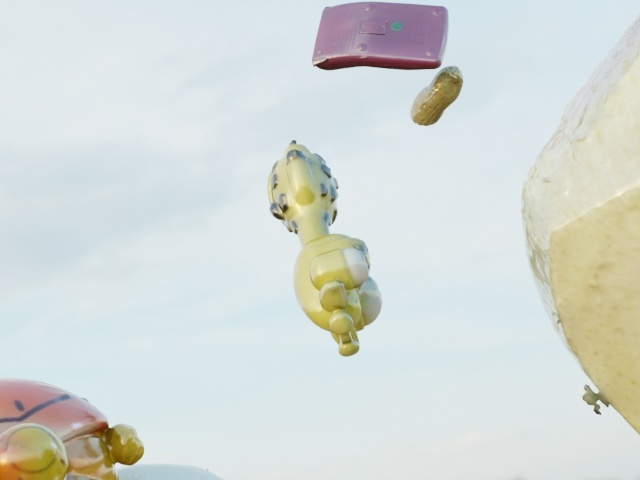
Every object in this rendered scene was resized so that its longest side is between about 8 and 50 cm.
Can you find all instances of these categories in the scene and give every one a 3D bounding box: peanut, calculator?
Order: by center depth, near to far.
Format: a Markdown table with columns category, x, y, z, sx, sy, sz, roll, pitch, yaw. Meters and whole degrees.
| category | x | y | z | sx | sy | sz | roll | pitch | yaw |
| --- | --- | --- | --- | --- | --- | --- | --- | --- | --- |
| calculator | 0.088 | -0.298 | 1.603 | 0.191 | 0.126 | 0.034 | 2 | -36 | 12 |
| peanut | 0.172 | -0.213 | 1.642 | 0.054 | 0.054 | 0.113 | 2 | -37 | -38 |

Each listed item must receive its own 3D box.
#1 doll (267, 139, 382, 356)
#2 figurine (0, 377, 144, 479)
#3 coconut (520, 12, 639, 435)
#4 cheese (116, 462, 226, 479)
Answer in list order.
| category | x | y | z | sx | sy | sz | roll | pitch | yaw |
| --- | --- | --- | --- | --- | --- | --- | --- | --- | --- |
| doll | 0.001 | 0.000 | 1.173 | 0.086 | 0.291 | 0.117 | -20 | -48 | 2 |
| figurine | -0.293 | 0.215 | 0.901 | 0.320 | 0.196 | 0.323 | -41 | -27 | 30 |
| coconut | 0.359 | -0.036 | 0.738 | 0.405 | 0.404 | 0.404 | -10 | -17 | -3 |
| cheese | -0.135 | 0.309 | 1.082 | 0.189 | 0.154 | 0.198 | 19 | 5 | 41 |
